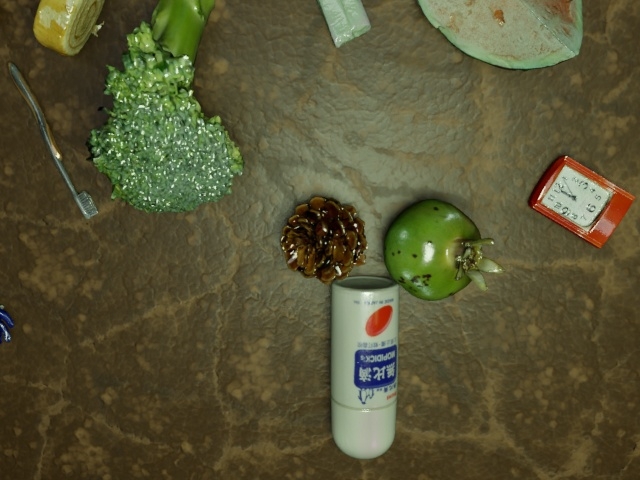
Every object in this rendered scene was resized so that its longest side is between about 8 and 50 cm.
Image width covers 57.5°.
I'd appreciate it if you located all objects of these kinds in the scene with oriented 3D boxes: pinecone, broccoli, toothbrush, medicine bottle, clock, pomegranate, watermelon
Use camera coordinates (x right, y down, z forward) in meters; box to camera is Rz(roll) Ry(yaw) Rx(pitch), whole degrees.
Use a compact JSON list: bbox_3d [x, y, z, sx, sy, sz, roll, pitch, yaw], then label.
[{"bbox_3d":[0.000,0.000,1.055,0.173,0.173,0.174,0,99,2],"label":"pinecone"},{"bbox_3d":[-0.252,-0.225,1.001,0.274,0.397,0.353,15,128,-28],"label":"broccoli"},{"bbox_3d":[-0.512,-0.188,1.109,0.031,0.023,0.321,-27,98,-2],"label":"toothbrush"},{"bbox_3d":[0.082,0.245,1.105,0.130,0.130,0.341,1,99,2],"label":"medicine bottle"},{"bbox_3d":[0.477,-0.074,1.081,0.155,0.061,0.113,32,98,0],"label":"clock"},{"bbox_3d":[0.216,0.022,1.018,0.181,0.224,0.182,-5,101,-29],"label":"pomegranate"},{"bbox_3d":[0.305,-0.412,0.971,0.305,0.180,0.224,44,109,-3],"label":"watermelon"}]

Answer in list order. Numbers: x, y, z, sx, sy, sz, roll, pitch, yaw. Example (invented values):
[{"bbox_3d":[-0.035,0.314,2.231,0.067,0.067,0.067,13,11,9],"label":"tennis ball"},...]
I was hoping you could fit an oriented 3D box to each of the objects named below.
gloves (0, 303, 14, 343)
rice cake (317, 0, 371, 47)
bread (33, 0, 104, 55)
[{"bbox_3d":[-0.647,0.168,1.166,0.064,0.026,0.086,4,99,-1],"label":"gloves"},{"bbox_3d":[0.020,-0.463,1.042,0.080,0.042,0.222,-23,96,1],"label":"rice cake"},{"bbox_3d":[-0.436,-0.400,1.024,0.073,0.122,0.149,27,100,-6],"label":"bread"}]
